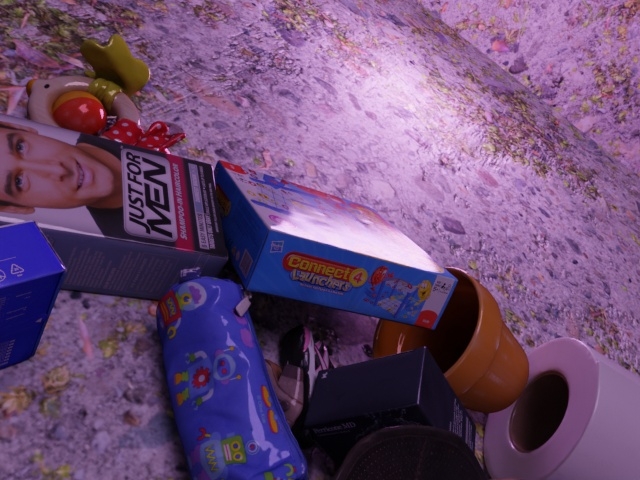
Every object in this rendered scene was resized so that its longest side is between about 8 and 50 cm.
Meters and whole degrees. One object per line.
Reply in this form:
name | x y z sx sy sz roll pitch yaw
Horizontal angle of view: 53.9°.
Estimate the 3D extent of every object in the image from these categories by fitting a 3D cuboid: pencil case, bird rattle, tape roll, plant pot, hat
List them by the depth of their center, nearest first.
hat | 0.077 0.367 0.677 0.331 0.134 0.331 12 69 -35
pencil case | -0.107 0.181 0.743 0.119 0.133 0.306 38 25 -54
tape roll | 0.385 0.290 0.932 0.169 0.246 0.246 32 37 -9
plant pot | 0.218 0.174 0.978 0.188 0.205 0.205 36 34 -29
bird rattle | -0.343 -0.181 0.981 0.207 0.143 0.253 -11 70 -31

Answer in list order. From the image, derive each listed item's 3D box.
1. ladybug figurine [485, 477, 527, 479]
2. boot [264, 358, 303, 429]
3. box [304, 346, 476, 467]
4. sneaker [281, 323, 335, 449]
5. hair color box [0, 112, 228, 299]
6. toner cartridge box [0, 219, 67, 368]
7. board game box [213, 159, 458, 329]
ladybug figurine | 0.165 0.396 0.546 0.449 0.162 0.305 -25 93 -41
boot | -0.070 0.200 0.814 0.042 0.118 0.087 34 66 -43
box | 0.090 0.231 0.784 0.158 0.156 0.093 56 31 -25
sneaker | -0.007 0.199 0.858 0.077 0.072 0.178 31 42 -27
hair color box | -0.322 -0.042 0.817 0.375 0.113 0.185 10 45 -30
toner cartridge box | -0.419 0.093 0.553 0.348 0.165 0.075 -19 64 -49
board game box | 0.000 0.000 0.957 0.302 0.086 0.308 15 17 -27
